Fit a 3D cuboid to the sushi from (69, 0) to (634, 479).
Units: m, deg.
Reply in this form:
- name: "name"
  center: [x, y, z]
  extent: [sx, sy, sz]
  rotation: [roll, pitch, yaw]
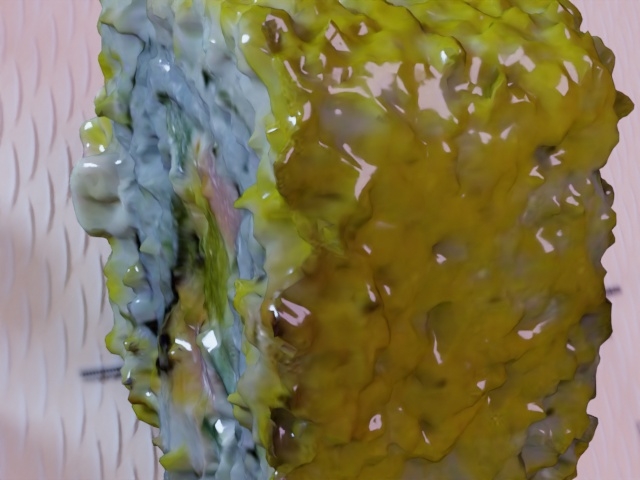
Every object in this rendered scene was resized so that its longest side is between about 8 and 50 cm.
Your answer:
- name: "sushi"
  center: [0.000, 0.000, 0.919]
  extent: [0.240, 0.351, 0.396]
  rotation: [-12, 117, -25]
